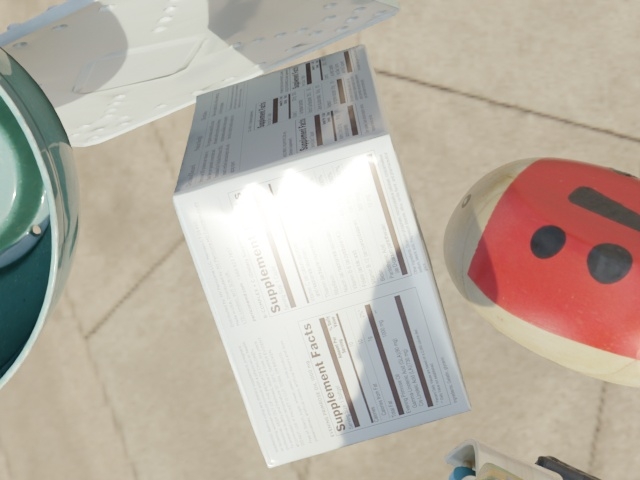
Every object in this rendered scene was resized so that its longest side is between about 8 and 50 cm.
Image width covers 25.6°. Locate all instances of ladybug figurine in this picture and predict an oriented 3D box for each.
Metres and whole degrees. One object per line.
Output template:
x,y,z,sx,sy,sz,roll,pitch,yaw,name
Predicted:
0.359,0.024,1.764,0.449,0.305,0.162,26,137,28,ladybug figurine

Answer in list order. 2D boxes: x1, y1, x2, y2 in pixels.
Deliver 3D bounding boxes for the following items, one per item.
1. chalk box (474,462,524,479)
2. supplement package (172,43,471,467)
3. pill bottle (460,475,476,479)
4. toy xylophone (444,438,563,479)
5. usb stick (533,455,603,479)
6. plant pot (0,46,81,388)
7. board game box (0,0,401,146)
0.128,0.229,0.865,0.132,0.213,0.132,28,88,10,chalk box
0.000,0.000,1.010,0.262,0.145,0.204,-93,-14,-70,supplement package
0.101,0.338,1.345,0.221,0.121,0.121,-40,57,-5,pill bottle
0.227,0.354,1.521,0.236,0.323,0.081,29,125,-7,toy xylophone
0.445,0.411,2.130,0.278,0.077,0.045,24,159,4,usb stick
-0.291,-0.031,0.979,0.293,0.196,0.293,2,104,9,plant pot
-0.171,-0.178,1.270,0.389,0.390,0.050,-20,83,24,board game box
